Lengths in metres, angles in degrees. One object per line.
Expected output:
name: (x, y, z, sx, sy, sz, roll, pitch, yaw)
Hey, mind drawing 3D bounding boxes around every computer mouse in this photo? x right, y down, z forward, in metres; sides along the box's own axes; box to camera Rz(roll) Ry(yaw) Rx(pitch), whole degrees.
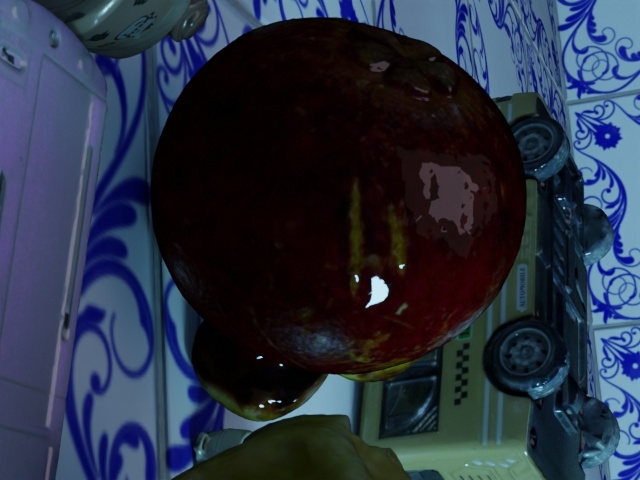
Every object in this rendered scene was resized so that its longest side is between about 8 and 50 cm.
computer mouse: (-0.137, 0.022, 0.474, 0.126, 0.056, 0.245, 40, 53, -65)

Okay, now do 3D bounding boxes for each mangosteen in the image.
mangosteen: (0.000, 0.000, 0.714, 0.215, 0.215, 0.258, -63, 176, -60)

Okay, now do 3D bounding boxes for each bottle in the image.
bottle: (-0.107, -0.137, 0.597, 0.152, 0.098, 0.099, -26, 107, -78)

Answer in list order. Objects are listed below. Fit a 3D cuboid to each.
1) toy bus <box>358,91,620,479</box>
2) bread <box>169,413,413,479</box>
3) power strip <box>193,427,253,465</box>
toy bus: (0.144, 0.056, 1.082, 0.177, 0.201, 0.365, 51, 38, -46)
bread: (-0.039, 0.206, 0.476, 0.239, 0.196, 0.252, 67, 16, 9)
power strip: (-0.032, 0.182, 0.766, 0.048, 0.030, 0.191, -77, 152, -45)
